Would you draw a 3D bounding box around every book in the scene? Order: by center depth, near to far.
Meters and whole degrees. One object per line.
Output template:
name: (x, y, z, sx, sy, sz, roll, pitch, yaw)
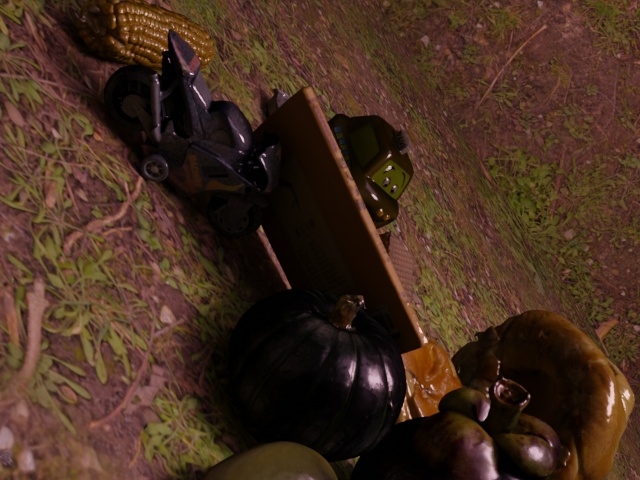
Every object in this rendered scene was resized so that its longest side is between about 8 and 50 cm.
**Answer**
book: (0.000, 0.000, 1.307, 0.032, 0.269, 0.389, -22, 87, -31)

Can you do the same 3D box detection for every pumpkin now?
pumpkin: (0.000, 0.160, 1.167, 0.250, 0.216, 0.250, 23, 15, -7)

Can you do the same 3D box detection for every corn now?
corn: (-0.252, -0.303, 1.348, 0.101, 0.101, 0.310, 63, 22, 10)

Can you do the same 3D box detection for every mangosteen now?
mangosteen: (0.189, 0.353, 1.195, 0.313, 0.297, 0.297, -44, 108, -23)

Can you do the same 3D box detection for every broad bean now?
broad bean: (-0.061, 0.320, 0.951, 0.189, 0.121, 0.263, 48, 27, -17)

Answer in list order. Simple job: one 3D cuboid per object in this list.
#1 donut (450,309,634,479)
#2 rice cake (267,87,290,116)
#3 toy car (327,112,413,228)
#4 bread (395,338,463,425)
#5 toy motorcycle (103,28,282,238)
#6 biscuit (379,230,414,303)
donut: (0.377, 0.301, 1.632, 0.170, 0.360, 0.360, 34, 33, -44)
rice cake: (-0.061, -0.179, 1.661, 0.055, 0.049, 0.270, 15, 45, -30)
toy car: (0.083, -0.138, 1.714, 0.204, 0.198, 0.248, 34, 34, -47)
bread: (0.164, 0.273, 1.449, 0.210, 0.099, 0.235, 1, 72, -56)
toy motorcycle: (-0.157, -0.137, 1.247, 0.307, 0.173, 0.108, 50, 25, -25)
biscuit: (0.130, 0.104, 1.702, 0.094, 0.054, 0.378, 51, 24, -20)
